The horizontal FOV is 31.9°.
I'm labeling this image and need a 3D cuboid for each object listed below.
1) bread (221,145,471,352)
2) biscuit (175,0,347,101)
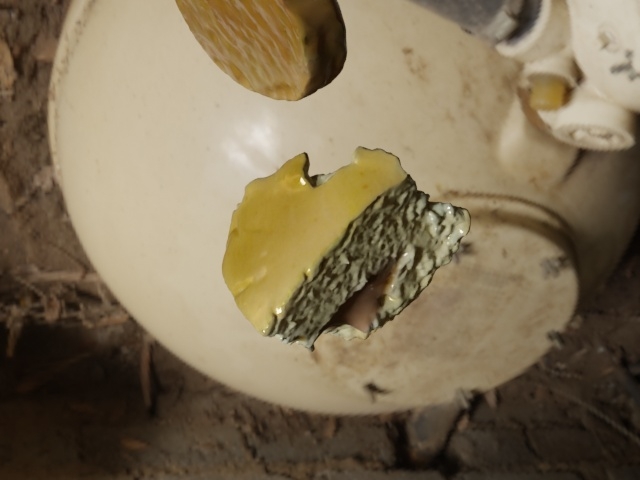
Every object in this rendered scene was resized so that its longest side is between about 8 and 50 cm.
[{"bbox_3d":[0.004,-0.011,1.207,0.184,0.211,0.224,31,99,-44],"label":"bread"},{"bbox_3d":[-0.093,-0.244,0.634,0.051,0.269,0.376,-39,122,-18],"label":"biscuit"}]
